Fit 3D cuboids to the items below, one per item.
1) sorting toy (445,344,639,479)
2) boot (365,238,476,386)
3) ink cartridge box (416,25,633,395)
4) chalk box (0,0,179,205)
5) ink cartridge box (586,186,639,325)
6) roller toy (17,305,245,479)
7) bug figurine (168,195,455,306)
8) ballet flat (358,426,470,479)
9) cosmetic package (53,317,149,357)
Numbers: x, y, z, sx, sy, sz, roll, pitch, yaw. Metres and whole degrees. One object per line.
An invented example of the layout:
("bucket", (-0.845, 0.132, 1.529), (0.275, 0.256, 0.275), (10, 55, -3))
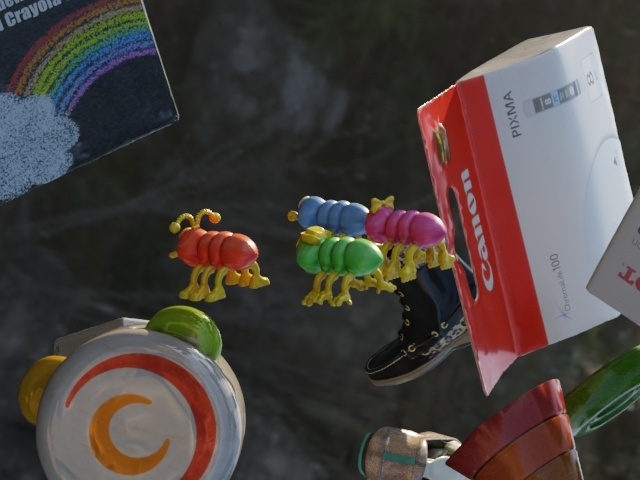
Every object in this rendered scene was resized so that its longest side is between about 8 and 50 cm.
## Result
("sorting toy", (0.270, 0.179, 1.576), (0.365, 0.126, 0.127), (-14, 152, -46))
("boot", (0.118, 0.084, 2.376), (0.236, 0.178, 0.085), (-32, -157, 27))
("ink cartridge box", (0.236, -0.043, 1.877), (0.385, 0.091, 0.308), (-35, 113, -61))
("chalk box", (-0.246, -0.199, 1.249), (0.180, 0.179, 0.289), (-28, 127, -17))
("ink cartridge box", (0.393, -0.034, 1.439), (0.129, 0.223, 0.307), (-16, 136, -57))
("roller toy", (-0.170, 0.176, 1.679), (0.146, 0.209, 0.191), (-80, 148, -89))
("bug figurine", (0.000, 0.000, 1.659), (0.279, 0.216, 0.072), (-17, 110, -54))
("ballet flat", (0.151, 0.308, 2.342), (0.316, 0.106, 0.108), (17, 79, -66))
("cosmetic package", (-0.244, 0.155, 2.206), (0.231, 0.117, 0.085), (-17, -113, 61))
